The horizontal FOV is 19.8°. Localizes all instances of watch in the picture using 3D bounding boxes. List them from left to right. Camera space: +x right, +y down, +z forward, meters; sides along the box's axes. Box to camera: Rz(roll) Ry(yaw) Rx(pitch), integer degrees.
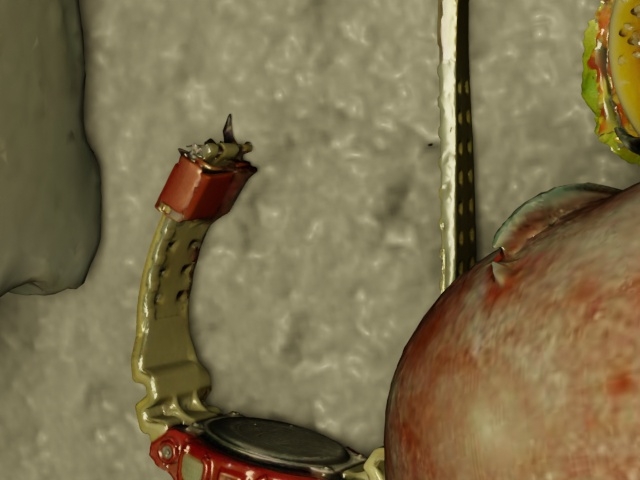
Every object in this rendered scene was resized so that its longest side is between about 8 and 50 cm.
[{"bbox_3d":[-0.006,0.006,0.887,0.165,0.102,0.268,5,95,23],"label":"watch"}]

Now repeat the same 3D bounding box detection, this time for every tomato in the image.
[{"bbox_3d":[0.178,0.089,0.699,0.316,0.316,0.283,-22,76,25],"label":"tomato"}]

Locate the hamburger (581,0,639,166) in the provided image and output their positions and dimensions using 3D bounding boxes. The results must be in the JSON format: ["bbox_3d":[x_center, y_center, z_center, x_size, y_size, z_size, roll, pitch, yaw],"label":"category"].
[{"bbox_3d":[0.181,-0.082,0.788,0.141,0.081,0.126,-4,100,22],"label":"hamburger"}]

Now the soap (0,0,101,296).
[{"bbox_3d":[-0.340,-0.127,0.889,0.435,0.213,0.350,12,118,18],"label":"soap"}]
